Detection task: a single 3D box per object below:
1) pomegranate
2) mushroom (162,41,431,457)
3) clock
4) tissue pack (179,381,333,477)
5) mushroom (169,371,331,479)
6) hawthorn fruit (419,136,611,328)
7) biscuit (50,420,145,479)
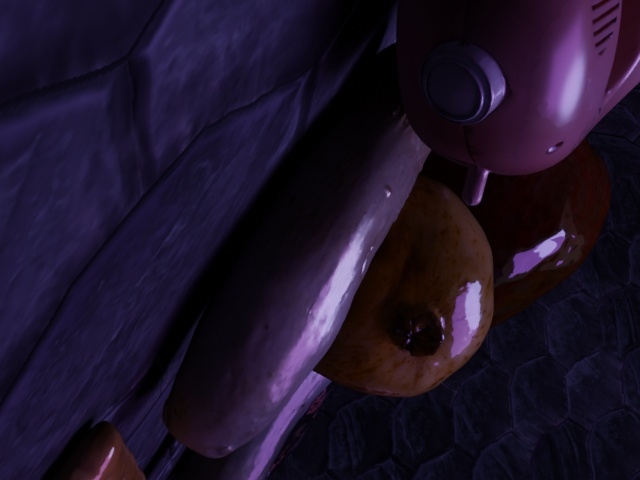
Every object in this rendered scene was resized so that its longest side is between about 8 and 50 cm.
[{"bbox_3d":[0.055,0.043,0.731,0.215,0.215,0.215,-57,174,-9],"label":"pomegranate"},{"bbox_3d":[0.000,0.000,0.593,0.351,0.095,0.123,-56,179,-15],"label":"mushroom"},{"bbox_3d":[0.141,-0.148,0.494,0.241,0.142,0.227,-48,144,-39],"label":"clock"},{"bbox_3d":[-0.089,0.269,1.175,0.245,0.123,0.332,-52,171,-5],"label":"tissue pack"},{"bbox_3d":[-0.073,0.190,0.858,0.329,0.122,0.159,-55,164,-22],"label":"mushroom"},{"bbox_3d":[0.184,-0.037,0.951,0.308,0.308,0.325,86,15,-80],"label":"hawthorn fruit"},{"bbox_3d":[-0.177,0.214,0.545,0.160,0.030,0.250,-55,174,-24],"label":"biscuit"}]
